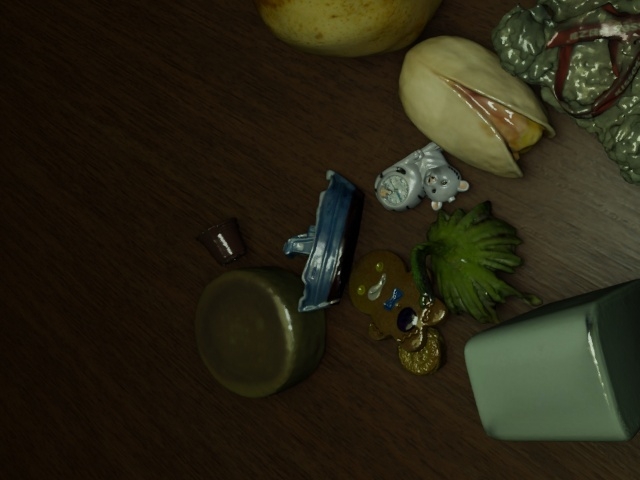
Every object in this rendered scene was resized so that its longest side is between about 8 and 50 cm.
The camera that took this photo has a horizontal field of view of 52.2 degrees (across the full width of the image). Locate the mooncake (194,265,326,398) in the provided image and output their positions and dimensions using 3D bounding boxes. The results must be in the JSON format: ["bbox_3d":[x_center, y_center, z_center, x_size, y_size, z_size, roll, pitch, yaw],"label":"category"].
[{"bbox_3d":[-0.129,0.197,1.443,0.284,0.155,0.284,2,93,30],"label":"mooncake"}]

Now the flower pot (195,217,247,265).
[{"bbox_3d":[-0.224,0.009,1.534,0.111,0.111,0.089,-29,88,30],"label":"flower pot"}]

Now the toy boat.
[{"bbox_3d":[0.000,0.000,1.358,0.142,0.129,0.309,10,79,13],"label":"toy boat"}]

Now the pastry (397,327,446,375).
[{"bbox_3d":[0.201,0.220,1.294,0.097,0.057,0.109,49,113,23],"label":"pastry"}]

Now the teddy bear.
[{"bbox_3d":[0.506,-0.321,1.003,0.357,0.224,0.367,46,112,7],"label":"teddy bear"}]

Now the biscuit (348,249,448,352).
[{"bbox_3d":[0.145,0.114,1.306,0.236,0.039,0.180,43,102,39],"label":"biscuit"}]

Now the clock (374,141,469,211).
[{"bbox_3d":[0.193,-0.105,1.276,0.176,0.080,0.117,-31,76,27],"label":"clock"}]

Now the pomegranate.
[{"bbox_3d":[0.064,-0.510,1.163,0.417,0.417,0.416,1,92,32],"label":"pomegranate"}]

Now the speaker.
[{"bbox_3d":[0.384,0.176,0.977,0.184,0.406,0.183,-17,82,36],"label":"speaker"}]

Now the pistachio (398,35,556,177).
[{"bbox_3d":[0.269,-0.244,1.160,0.299,0.187,0.187,42,112,20],"label":"pistachio"}]

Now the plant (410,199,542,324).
[{"bbox_3d":[0.245,0.009,1.115,0.180,0.333,0.251,-31,62,14],"label":"plant"}]
